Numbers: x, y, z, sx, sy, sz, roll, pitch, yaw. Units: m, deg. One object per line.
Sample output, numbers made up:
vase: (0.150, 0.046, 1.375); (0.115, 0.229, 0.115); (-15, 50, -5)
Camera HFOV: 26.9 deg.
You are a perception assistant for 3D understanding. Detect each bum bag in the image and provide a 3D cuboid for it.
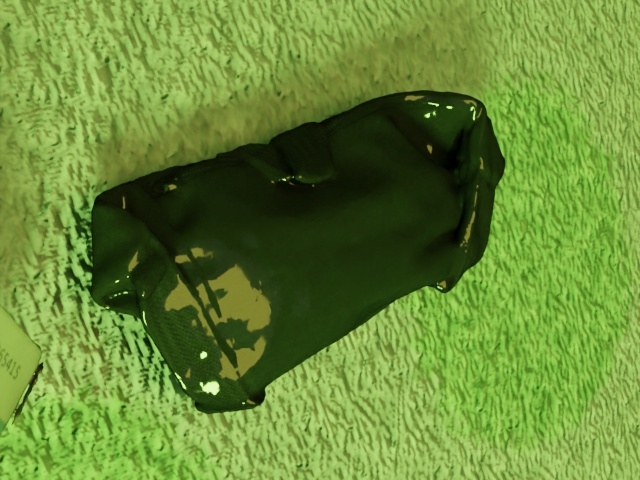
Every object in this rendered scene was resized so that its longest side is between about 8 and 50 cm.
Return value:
bum bag: (0.000, 0.000, 0.801); (0.326, 0.079, 0.142); (-22, 97, -38)

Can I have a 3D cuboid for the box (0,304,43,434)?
box: (-0.222, 0.051, 0.476); (0.343, 0.065, 0.200); (71, 38, -61)
